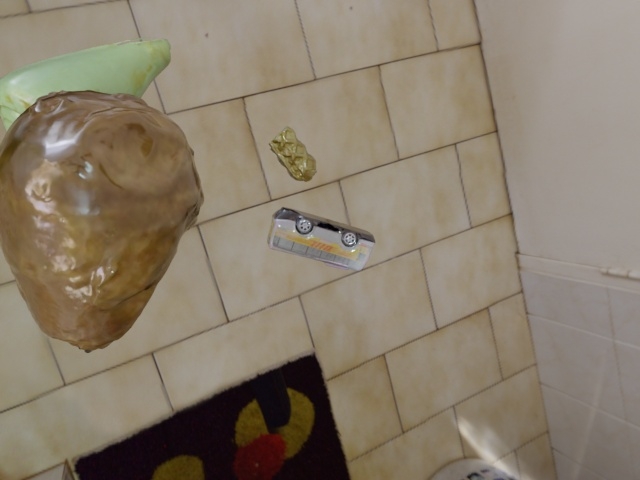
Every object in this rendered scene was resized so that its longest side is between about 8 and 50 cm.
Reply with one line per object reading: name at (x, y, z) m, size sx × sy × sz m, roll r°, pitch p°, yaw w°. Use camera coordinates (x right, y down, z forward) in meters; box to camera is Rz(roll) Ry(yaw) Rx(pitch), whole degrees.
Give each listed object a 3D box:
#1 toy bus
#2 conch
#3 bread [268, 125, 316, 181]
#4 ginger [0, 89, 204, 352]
toy bus at (0.000, 0.000, 0.805) m, size 0.171 × 0.057 × 0.072 m, roll 15°, pitch 98°, yaw -14°
conch at (-0.335, -0.208, 0.695) m, size 0.137 × 0.143 × 0.251 m, roll 32°, pitch 48°, yaw -11°
bread at (-0.050, -0.160, 0.944) m, size 0.110 × 0.066 × 0.060 m, roll 51°, pitch 50°, yaw -20°
ginger at (-0.255, -0.036, 0.545) m, size 0.269 × 0.200 × 0.223 m, roll -58°, pitch 136°, yaw -20°
